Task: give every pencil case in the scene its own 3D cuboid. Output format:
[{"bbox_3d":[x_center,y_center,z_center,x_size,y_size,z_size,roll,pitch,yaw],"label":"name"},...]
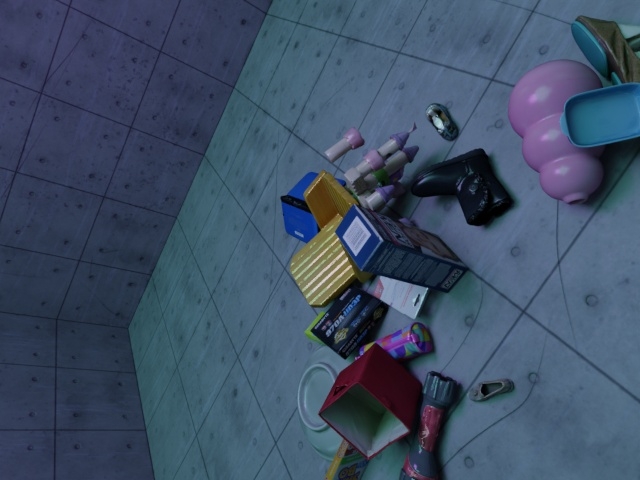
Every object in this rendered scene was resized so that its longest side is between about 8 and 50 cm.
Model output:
[{"bbox_3d":[0.218,0.325,1.375,0.236,0.104,0.105,-38,48,37],"label":"pencil case"}]

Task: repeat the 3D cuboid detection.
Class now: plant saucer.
[{"bbox_3d":[0.022,0.526,1.553,0.400,0.100,0.401,-26,56,45],"label":"plant saucer"}]

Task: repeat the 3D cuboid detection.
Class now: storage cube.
[{"bbox_3d":[0.142,0.441,1.287,0.184,0.215,0.193,-49,-2,30],"label":"storage cube"}]

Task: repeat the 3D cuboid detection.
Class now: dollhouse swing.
[{"bbox_3d":[0.000,0.000,1.615,0.304,0.315,0.347,-31,41,-3],"label":"dollhouse swing"}]

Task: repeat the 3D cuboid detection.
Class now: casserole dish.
[{"bbox_3d":[0.593,-0.257,0.961,0.188,0.037,0.114,-11,89,8],"label":"casserole dish"}]

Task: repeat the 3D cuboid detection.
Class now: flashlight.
[{"bbox_3d":[0.288,0.508,1.209,0.103,0.103,0.304,15,87,28],"label":"flashlight"}]

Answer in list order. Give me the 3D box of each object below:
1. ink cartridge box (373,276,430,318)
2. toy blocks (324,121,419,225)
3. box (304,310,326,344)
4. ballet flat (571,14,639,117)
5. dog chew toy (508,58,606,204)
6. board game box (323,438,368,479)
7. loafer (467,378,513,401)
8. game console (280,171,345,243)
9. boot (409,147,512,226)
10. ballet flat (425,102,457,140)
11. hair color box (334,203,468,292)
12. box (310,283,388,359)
[{"bbox_3d":[0.262,0.157,1.413,0.198,0.067,0.116,31,101,55],"label":"ink cartridge box"},{"bbox_3d":[0.222,-0.201,1.459,0.260,0.289,0.309,-36,60,-2],"label":"toy blocks"},{"bbox_3d":[0.033,0.316,1.633,0.109,0.042,0.178,-47,27,-25],"label":"box"},{"bbox_3d":[0.700,-0.408,1.043,0.124,0.116,0.343,-24,55,22],"label":"ballet flat"},{"bbox_3d":[0.564,-0.246,1.078,0.206,0.206,0.332,-22,67,47],"label":"dog chew toy"},{"bbox_3d":[0.086,0.672,1.384,0.039,0.124,0.260,38,107,51],"label":"board game box"},{"bbox_3d":[0.414,0.369,1.146,0.125,0.039,0.045,-36,50,39],"label":"loafer"},{"bbox_3d":[-0.028,-0.135,1.953,0.293,0.173,0.251,26,128,54],"label":"game console"},{"bbox_3d":[0.388,-0.129,1.303,0.246,0.094,0.207,-23,53,19],"label":"boot"},{"bbox_3d":[0.379,-0.397,1.489,0.070,0.070,0.188,-51,41,27],"label":"ballet flat"},{"bbox_3d":[0.226,0.027,1.273,0.105,0.347,0.174,-56,39,22],"label":"hair color box"},{"bbox_3d":[0.093,0.264,1.530,0.220,0.051,0.175,-47,34,-12],"label":"box"}]
